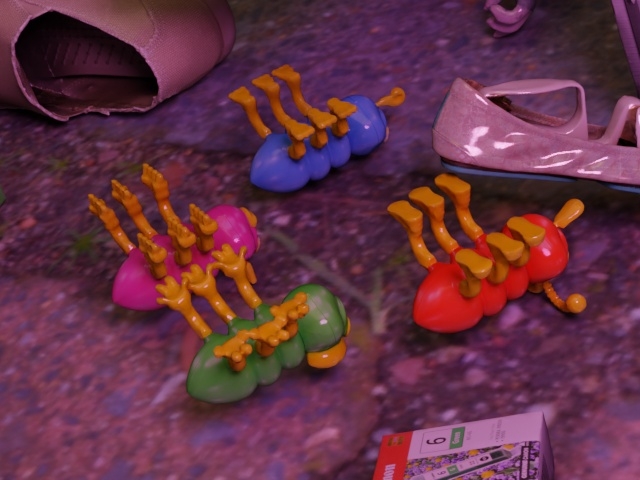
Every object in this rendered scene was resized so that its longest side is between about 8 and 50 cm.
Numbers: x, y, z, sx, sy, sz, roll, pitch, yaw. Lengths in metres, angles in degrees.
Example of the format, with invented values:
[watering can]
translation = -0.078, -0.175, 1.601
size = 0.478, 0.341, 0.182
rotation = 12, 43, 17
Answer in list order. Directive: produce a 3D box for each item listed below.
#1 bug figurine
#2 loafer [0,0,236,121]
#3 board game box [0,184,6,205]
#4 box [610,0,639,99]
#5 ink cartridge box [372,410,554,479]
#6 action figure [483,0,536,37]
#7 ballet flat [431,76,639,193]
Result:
[bug figurine]
translation = 0.000, 0.000, 1.000
size = 0.216, 0.072, 0.279
rotation = -26, 32, -15
[loafer]
translation = -0.192, -0.132, 1.250
size = 0.268, 0.102, 0.092
rotation = -2, 32, 22
[board game box]
translation = -0.380, 0.035, 1.145
size = 0.242, 0.064, 0.316
rotation = 7, 43, 34
[box]
translation = 0.208, -0.183, 1.012
size = 0.056, 0.231, 0.183
rotation = 3, 39, 34
[ink cartridge box]
translation = 0.046, 0.111, 0.854
size = 0.115, 0.029, 0.063
rotation = -10, 22, 13
[action figure]
translation = 0.024, -0.270, 1.175
size = 0.248, 0.276, 0.370
rotation = 15, 29, 33
[ballet flat]
translation = 0.140, -0.052, 0.959
size = 0.168, 0.052, 0.057
rotation = 6, 16, -16
